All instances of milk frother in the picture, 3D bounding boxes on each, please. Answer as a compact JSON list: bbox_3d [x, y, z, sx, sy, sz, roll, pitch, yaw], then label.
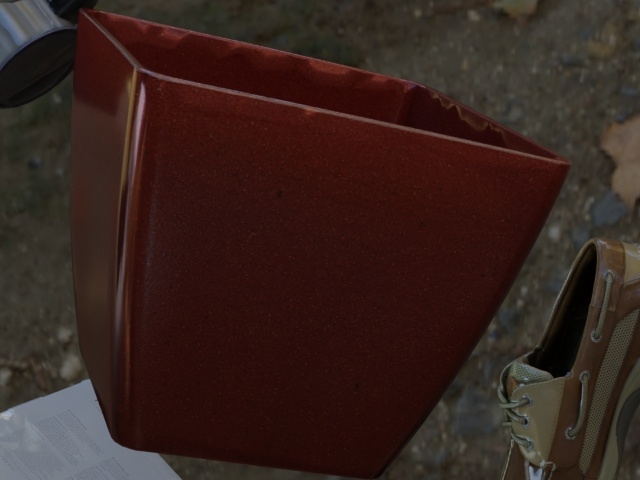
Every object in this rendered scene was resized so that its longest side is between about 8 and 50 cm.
[{"bbox_3d":[-0.238,-0.183,0.995,0.129,0.143,0.135,-45,76,23],"label":"milk frother"}]

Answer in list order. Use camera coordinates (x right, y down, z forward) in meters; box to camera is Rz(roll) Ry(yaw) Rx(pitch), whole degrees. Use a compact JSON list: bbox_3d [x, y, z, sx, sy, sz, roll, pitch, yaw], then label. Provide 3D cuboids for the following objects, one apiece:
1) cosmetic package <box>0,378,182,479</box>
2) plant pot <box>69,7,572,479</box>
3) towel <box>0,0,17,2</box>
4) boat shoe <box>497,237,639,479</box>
[{"bbox_3d":[-0.245,0.350,1.667,0.377,0.284,0.097,46,114,13],"label":"cosmetic package"},{"bbox_3d":[-0.037,0.006,0.940,0.267,0.236,0.267,11,13,-20],"label":"plant pot"},{"bbox_3d":[-0.085,-0.149,0.446,0.034,0.209,0.285,42,42,13],"label":"towel"},{"bbox_3d":[0.216,0.144,1.304,0.120,0.122,0.324,25,90,-18],"label":"boat shoe"}]
